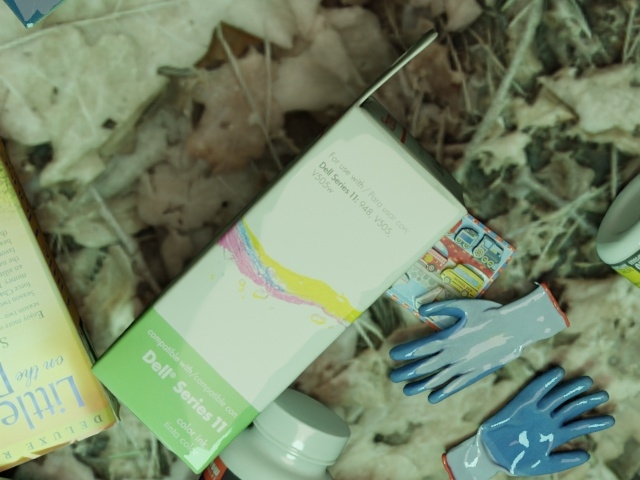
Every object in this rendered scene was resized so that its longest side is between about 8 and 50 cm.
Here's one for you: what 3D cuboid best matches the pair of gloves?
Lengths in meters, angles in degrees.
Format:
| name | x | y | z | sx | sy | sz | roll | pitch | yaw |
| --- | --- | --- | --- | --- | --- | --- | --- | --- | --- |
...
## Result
| name | x | y | z | sx | sy | sz | roll | pitch | yaw |
| --- | --- | --- | --- | --- | --- | --- | --- | --- | --- |
| pair of gloves | 0.153 | 0.125 | 1.565 | 0.159 | 0.023 | 0.198 | -27 | 110 | 3 |

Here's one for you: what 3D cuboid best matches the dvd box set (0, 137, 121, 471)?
| name | x | y | z | sx | sy | sz | roll | pitch | yaw |
| --- | --- | --- | --- | --- | --- | --- | --- | --- | --- |
| dvd box set | -0.379 | 0.013 | 1.476 | 0.308 | 0.062 | 0.420 | -22 | 105 | 1 |

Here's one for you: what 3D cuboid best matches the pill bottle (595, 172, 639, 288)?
| name | x | y | z | sx | sy | sz | roll | pitch | yaw |
| --- | --- | --- | --- | --- | --- | --- | --- | --- | --- |
| pill bottle | 0.325 | 0.023 | 1.515 | 0.184 | 0.103 | 0.103 | 36 | 99 | -12 |

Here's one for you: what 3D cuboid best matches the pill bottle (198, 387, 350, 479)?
| name | x | y | z | sx | sy | sz | roll | pitch | yaw |
| --- | --- | --- | --- | --- | --- | --- | --- | --- | --- |
| pill bottle | -0.054 | 0.223 | 1.535 | 0.108 | 0.108 | 0.193 | 27 | 101 | -11 |

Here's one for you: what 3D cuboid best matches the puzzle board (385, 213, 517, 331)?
| name | x | y | z | sx | sy | sz | roll | pitch | yaw |
| --- | --- | --- | --- | --- | --- | --- | --- | --- | --- |
| puzzle board | 0.086 | 0.009 | 1.540 | 0.128 | 0.011 | 0.096 | 36 | 99 | -12 |

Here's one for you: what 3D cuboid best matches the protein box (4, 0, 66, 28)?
| name | x | y | z | sx | sy | sz | roll | pitch | yaw |
| --- | --- | --- | --- | --- | --- | --- | --- | --- | --- |
| protein box | -0.200 | -0.301 | 1.367 | 0.200 | 0.136 | 0.201 | -38 | 105 | 5 |

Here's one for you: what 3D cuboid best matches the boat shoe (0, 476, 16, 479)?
| name | x | y | z | sx | sy | sz | roll | pitch | yaw |
| --- | --- | --- | --- | --- | --- | --- | --- | --- | --- |
| boat shoe | -0.190 | 0.298 | 1.522 | 0.103 | 0.092 | 0.285 | -49 | 119 | -17 |

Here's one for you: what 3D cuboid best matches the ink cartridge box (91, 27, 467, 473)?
| name | x | y | z | sx | sy | sz | roll | pitch | yaw |
| --- | --- | --- | --- | --- | --- | --- | --- | --- | --- |
| ink cartridge box | 0.000 | 0.000 | 1.423 | 0.119 | 0.207 | 0.353 | 45 | 98 | -3 |
